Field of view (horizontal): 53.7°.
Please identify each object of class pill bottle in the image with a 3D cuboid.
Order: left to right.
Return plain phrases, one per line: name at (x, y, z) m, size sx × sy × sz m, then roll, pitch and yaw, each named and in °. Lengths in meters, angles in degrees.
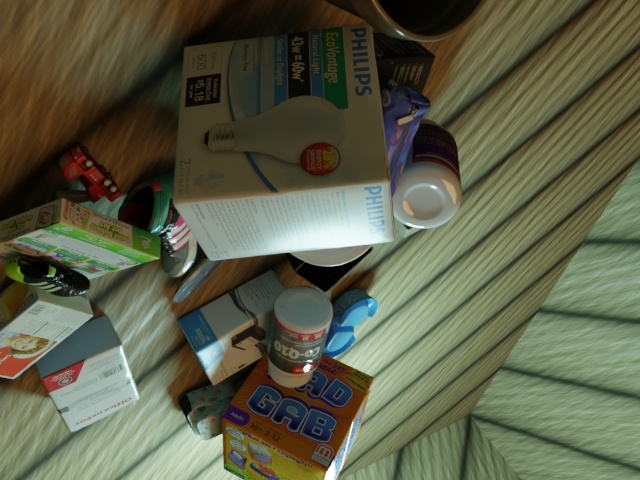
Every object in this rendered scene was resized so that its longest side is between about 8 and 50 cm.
pill bottle at (-0.065, 0.276, 1.764) m, size 0.161 × 0.161 × 0.283 m, roll -17°, pitch 139°, yaw -29°
pill bottle at (0.265, -0.186, 1.623) m, size 0.182 × 0.323 × 0.181 m, roll 5°, pitch 127°, yaw 6°

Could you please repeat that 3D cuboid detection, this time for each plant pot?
plant pot at (0.000, 0.000, 1.734) m, size 0.187 × 0.167 × 0.188 m, roll -42°, pitch 145°, yaw 6°
plant pot at (0.105, -0.519, 1.098) m, size 0.323 × 0.280 × 0.323 m, roll -14°, pitch 115°, yaw -32°
plant pot at (0.277, -0.072, 1.968) m, size 0.109 × 0.109 × 0.096 m, roll -27°, pitch 156°, yaw -17°

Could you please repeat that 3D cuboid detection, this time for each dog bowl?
dog bowl at (0.080, 0.288, 2.218) m, size 0.166 × 0.074 × 0.297 m, roll 4°, pitch 126°, yaw -45°

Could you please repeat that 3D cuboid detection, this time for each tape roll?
tape roll at (0.018, -0.078, 1.553) m, size 0.286 × 0.286 × 0.100 m, roll -38°, pitch 179°, yaw -1°

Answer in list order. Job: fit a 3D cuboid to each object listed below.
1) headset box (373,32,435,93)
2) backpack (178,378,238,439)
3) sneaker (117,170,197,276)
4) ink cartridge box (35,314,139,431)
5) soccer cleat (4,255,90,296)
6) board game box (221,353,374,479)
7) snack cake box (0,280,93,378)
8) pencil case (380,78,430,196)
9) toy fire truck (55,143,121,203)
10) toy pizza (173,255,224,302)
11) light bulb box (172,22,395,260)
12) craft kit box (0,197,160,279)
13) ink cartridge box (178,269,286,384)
headset box at (0.104, -0.342, 1.470) m, size 0.283 × 0.131 × 0.246 m, roll -14°, pitch 138°, yaw -31°
backpack at (-0.344, 0.547, 2.065) m, size 0.188 × 0.144 × 0.166 m, roll -28°, pitch 139°, yaw -21°
sneaker at (-0.361, -0.026, 1.407) m, size 0.178 × 0.124 × 0.295 m, roll -10°, pitch 133°, yaw -38°
ink cartridge box at (-0.597, 0.346, 1.624) m, size 0.197 × 0.114 × 0.273 m, roll -23°, pitch 142°, yaw -23°
soccer cleat at (-0.545, 0.074, 1.282) m, size 0.072 × 0.060 × 0.179 m, roll -15°, pitch 153°, yaw 41°
board game box at (-0.077, 0.600, 2.064) m, size 0.356 × 0.357 × 0.356 m, roll -55°, pitch 161°, yaw -41°
snack cake box at (-0.654, 0.188, 1.385) m, size 0.264 × 0.089 × 0.152 m, roll -37°, pitch 149°, yaw 12°
pencil case at (0.141, -0.197, 1.398) m, size 0.119 × 0.133 × 0.306 m, roll 12°, pitch 111°, yaw -22°
toy fire truck at (-0.486, -0.095, 1.285) m, size 0.135 × 0.047 × 0.192 m, roll -35°, pitch 145°, yaw -4°
toy pizza at (-0.305, 0.077, 1.600) m, size 0.201 × 0.032 × 0.201 m, roll -47°, pitch 178°, yaw -3°
light bulb box at (-0.058, -0.180, 1.181) m, size 0.361 × 0.358 × 0.225 m, roll -6°, pitch 152°, yaw 5°
craft kit box at (-0.500, 0.008, 1.273) m, size 0.247 × 0.061 × 0.250 m, roll -12°, pitch 157°, yaw 28°
ink cartridge box at (-0.228, 0.255, 1.847) m, size 0.307 × 0.129 × 0.223 m, roll -29°, pitch 145°, yaw -15°
